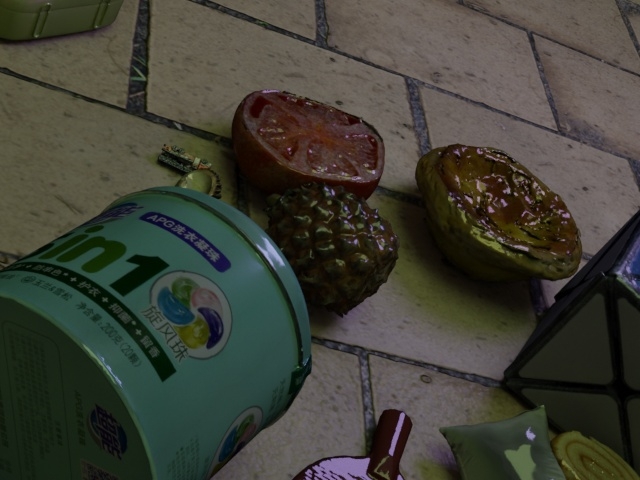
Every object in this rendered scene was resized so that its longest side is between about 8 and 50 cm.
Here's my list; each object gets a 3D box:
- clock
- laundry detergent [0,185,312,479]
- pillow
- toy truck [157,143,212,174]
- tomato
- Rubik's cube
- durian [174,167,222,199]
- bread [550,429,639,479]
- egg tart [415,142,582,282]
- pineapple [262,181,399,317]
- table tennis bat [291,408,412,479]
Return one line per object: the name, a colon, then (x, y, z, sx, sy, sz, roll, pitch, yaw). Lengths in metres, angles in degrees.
clock: (-0.445, -0.428, 1.590, 0.235, 0.096, 0.308, -22, 65, -45)
laundry detergent: (-0.180, 0.112, 1.075, 0.287, 0.287, 0.305, 42, 40, 9)
pillow: (0.257, 0.320, 1.311, 0.144, 0.078, 0.254, -16, 59, -13)
toy truck: (-0.182, -0.105, 1.499, 0.083, 0.024, 0.032, 24, 62, -10)
tomato: (-0.021, -0.120, 1.568, 0.236, 0.095, 0.237, 17, 36, -13)
Rubik's cube: (0.447, 0.145, 1.509, 0.260, 0.255, 0.259, 43, 38, 7)
durian: (-0.165, -0.055, 1.439, 0.066, 0.052, 0.130, 32, 46, -6)
bread: (0.347, 0.316, 1.410, 0.149, 0.073, 0.122, 41, 34, 9)
egg tart: (0.263, -0.029, 1.658, 0.290, 0.115, 0.290, 20, 37, -16)
pineapple: (0.000, 0.000, 1.423, 0.193, 0.166, 0.166, 39, 38, 20)
table tennis bat: (0.052, 0.311, 1.229, 0.200, 0.038, 0.310, 31, 40, -5)
